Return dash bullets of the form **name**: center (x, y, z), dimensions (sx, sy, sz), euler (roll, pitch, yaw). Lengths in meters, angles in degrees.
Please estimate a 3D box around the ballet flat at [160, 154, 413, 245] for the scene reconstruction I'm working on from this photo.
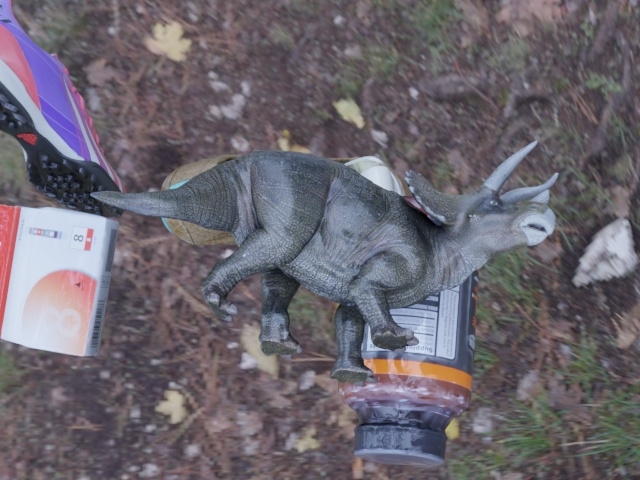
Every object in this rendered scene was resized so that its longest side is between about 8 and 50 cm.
- **ballet flat**: center (-0.004, -0.050, 1.404), dimensions (0.124, 0.342, 0.116), euler (-30, 63, 51)

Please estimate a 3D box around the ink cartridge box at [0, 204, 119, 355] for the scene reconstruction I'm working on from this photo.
- **ink cartridge box**: center (-0.307, 0.035, 1.362), dimensions (0.179, 0.045, 0.145), euler (8, 88, 9)

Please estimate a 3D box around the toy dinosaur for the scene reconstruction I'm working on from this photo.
- **toy dinosaur**: center (0.000, 0.000, 0.925), dimensions (0.313, 0.121, 0.160), euler (12, 61, -1)

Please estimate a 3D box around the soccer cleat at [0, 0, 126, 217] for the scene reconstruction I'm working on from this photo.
- **soccer cleat**: center (-0.303, -0.141, 1.487), dimensions (0.108, 0.318, 0.116), euler (1, 58, 30)

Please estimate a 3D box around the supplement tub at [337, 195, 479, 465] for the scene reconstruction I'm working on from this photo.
- **supplement tub**: center (0.068, 0.072, 1.021), dimensions (0.106, 0.106, 0.198), euler (1, 74, 18)
